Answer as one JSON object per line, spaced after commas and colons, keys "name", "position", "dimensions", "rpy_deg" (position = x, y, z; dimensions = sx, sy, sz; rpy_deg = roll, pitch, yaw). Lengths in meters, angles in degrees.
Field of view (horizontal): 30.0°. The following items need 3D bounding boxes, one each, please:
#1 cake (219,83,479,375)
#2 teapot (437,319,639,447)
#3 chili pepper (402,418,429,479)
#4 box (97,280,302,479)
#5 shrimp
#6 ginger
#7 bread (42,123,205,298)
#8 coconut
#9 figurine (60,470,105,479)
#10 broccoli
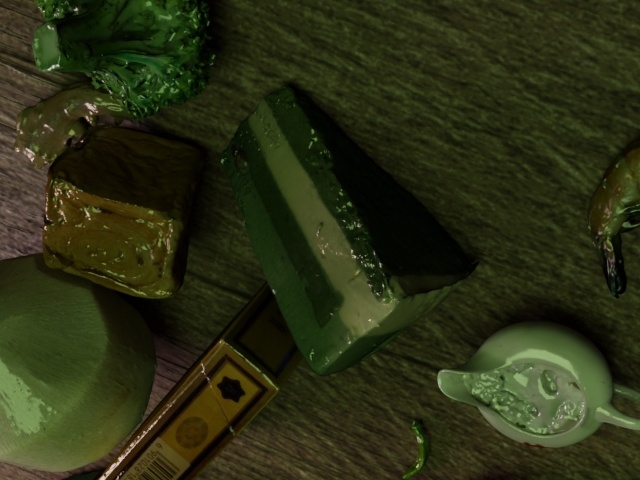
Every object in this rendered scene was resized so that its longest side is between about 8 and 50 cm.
{"name": "cake", "position": [-0.003, -0.005, 1.214], "dimensions": [0.283, 0.172, 0.158], "rpy_deg": [46, 121, -3]}
{"name": "teapot", "position": [0.240, 0.150, 1.241], "dimensions": [0.226, 0.092, 0.145], "rpy_deg": [11, 122, 16]}
{"name": "chili pepper", "position": [0.112, 0.244, 1.389], "dimensions": [0.030, 0.017, 0.083], "rpy_deg": [9, 117, 18]}
{"name": "box", "position": [-0.118, 0.173, 1.338], "dimensions": [0.084, 0.193, 0.301], "rpy_deg": [40, 124, -2]}
{"name": "shrimp", "position": [0.376, 0.015, 1.146], "dimensions": [0.262, 0.051, 0.198], "rpy_deg": [37, 131, 3]}
{"name": "ginger", "position": [-0.277, -0.135, 1.326], "dimensions": [0.173, 0.051, 0.069], "rpy_deg": [-20, 111, 31]}
{"name": "bread", "position": [-0.210, -0.031, 1.284], "dimensions": [0.158, 0.143, 0.149], "rpy_deg": [12, 126, 4]}
{"name": "coconut", "position": [-0.324, 0.135, 1.353], "dimensions": [0.237, 0.237, 0.266], "rpy_deg": [-9, 155, 26]}
{"name": "figurine", "position": [-0.291, 0.428, 1.598], "dimensions": [0.185, 0.127, 0.234], "rpy_deg": [-24, 96, 22]}
{"name": "broccoli", "position": [-0.207, -0.209, 1.174], "dimensions": [0.194, 0.194, 0.220], "rpy_deg": [14, 115, 15]}
